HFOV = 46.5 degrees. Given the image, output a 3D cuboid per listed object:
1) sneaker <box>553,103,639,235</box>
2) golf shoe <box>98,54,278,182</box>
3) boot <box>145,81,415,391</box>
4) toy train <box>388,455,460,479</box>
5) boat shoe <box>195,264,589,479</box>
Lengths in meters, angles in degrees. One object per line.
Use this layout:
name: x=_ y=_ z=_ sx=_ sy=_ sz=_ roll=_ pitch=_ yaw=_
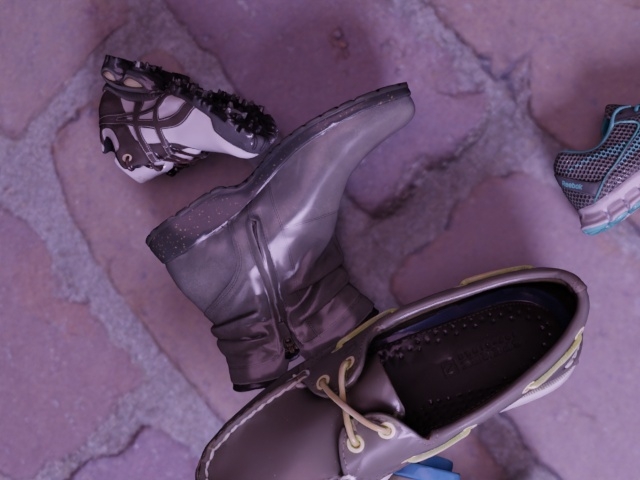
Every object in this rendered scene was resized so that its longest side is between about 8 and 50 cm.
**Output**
sneaker: x=0.246 y=-0.079 z=0.550 sx=0.166 sy=0.065 sz=0.076 roll=-37 pitch=77 yaw=4
golf shoe: x=-0.110 y=-0.082 z=0.587 sx=0.198 sy=0.077 sz=0.094 roll=27 pitch=103 yaw=43
boot: x=0.000 y=0.000 z=0.589 sx=0.246 sy=0.083 sz=0.161 roll=-34 pitch=93 yaw=6
toy train: x=0.147 y=0.243 z=0.530 sx=0.248 sy=0.105 sz=0.143 roll=10 pitch=74 yaw=10
boat shoe: x=0.047 y=0.104 z=0.515 sx=0.305 sy=0.091 sz=0.109 roll=-24 pitch=62 yaw=-8
